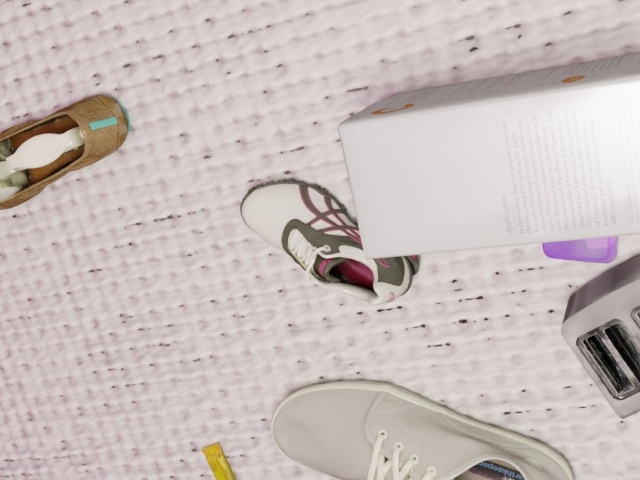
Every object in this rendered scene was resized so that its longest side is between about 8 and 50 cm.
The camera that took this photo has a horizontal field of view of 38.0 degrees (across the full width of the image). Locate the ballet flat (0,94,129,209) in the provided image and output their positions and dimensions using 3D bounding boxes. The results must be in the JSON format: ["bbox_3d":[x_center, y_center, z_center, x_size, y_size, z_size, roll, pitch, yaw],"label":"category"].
[{"bbox_3d":[-0.444,-0.122,1.408,0.342,0.124,0.116,-17,99,27],"label":"ballet flat"}]

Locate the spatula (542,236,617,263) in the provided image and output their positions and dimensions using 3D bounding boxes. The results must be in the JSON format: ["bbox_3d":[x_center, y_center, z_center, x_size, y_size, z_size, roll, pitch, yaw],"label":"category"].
[{"bbox_3d":[0.228,-0.010,1.201,0.296,0.030,0.084,-1,106,11],"label":"spatula"}]

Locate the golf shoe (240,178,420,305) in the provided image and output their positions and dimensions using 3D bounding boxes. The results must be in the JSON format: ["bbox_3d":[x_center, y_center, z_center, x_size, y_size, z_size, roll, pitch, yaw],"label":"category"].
[{"bbox_3d":[0.000,0.000,1.266,0.272,0.120,0.105,24,116,15],"label":"golf shoe"}]

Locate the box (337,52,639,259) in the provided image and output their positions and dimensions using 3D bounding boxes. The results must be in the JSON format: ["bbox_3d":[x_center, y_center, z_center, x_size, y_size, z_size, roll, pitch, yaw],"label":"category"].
[{"bbox_3d":[0.228,-0.101,1.080,0.345,0.215,0.168,-6,105,25],"label":"box"}]

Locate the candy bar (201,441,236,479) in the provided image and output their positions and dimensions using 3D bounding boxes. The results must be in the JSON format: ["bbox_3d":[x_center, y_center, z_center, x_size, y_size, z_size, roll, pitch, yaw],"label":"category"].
[{"bbox_3d":[-0.146,0.405,1.517,0.040,0.018,0.161,-22,98,31],"label":"candy bar"}]

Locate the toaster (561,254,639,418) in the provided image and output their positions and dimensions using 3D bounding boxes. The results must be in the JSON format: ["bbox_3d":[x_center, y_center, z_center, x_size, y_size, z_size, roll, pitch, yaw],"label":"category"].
[{"bbox_3d":[0.402,0.105,1.135,0.168,0.110,0.186,-33,92,27],"label":"toaster"}]

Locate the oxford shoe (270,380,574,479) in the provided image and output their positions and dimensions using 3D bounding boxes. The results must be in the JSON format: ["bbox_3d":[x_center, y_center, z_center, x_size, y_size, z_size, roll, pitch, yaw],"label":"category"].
[{"bbox_3d":[0.127,0.311,1.311,0.449,0.130,0.169,12,113,20],"label":"oxford shoe"}]
